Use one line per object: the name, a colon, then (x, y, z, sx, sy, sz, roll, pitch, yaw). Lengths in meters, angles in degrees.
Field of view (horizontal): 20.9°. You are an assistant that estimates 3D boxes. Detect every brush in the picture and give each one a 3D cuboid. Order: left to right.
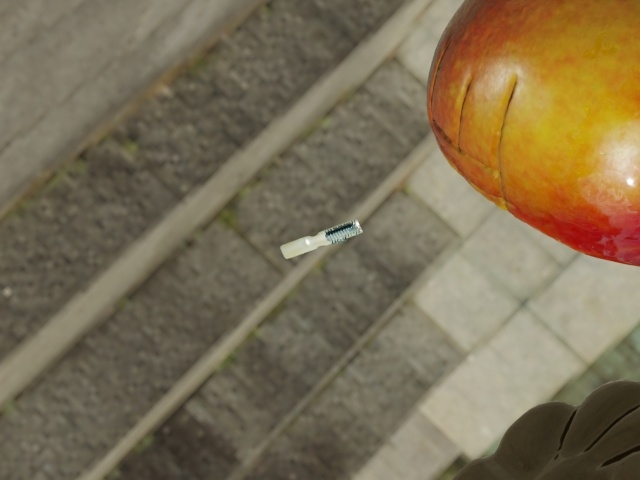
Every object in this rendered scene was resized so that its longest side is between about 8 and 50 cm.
brush: (0.000, 0.000, 1.654, 0.084, 0.016, 0.013, -19, -151, 19)

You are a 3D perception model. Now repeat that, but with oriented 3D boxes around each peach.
peach: (0.214, -0.121, 1.257, 0.249, 0.275, 0.245, 19, 102, -50)

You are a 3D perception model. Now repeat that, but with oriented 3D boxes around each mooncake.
mooncake: (0.297, 0.319, 1.889, 0.378, 0.201, 0.378, -36, -160, 15)
